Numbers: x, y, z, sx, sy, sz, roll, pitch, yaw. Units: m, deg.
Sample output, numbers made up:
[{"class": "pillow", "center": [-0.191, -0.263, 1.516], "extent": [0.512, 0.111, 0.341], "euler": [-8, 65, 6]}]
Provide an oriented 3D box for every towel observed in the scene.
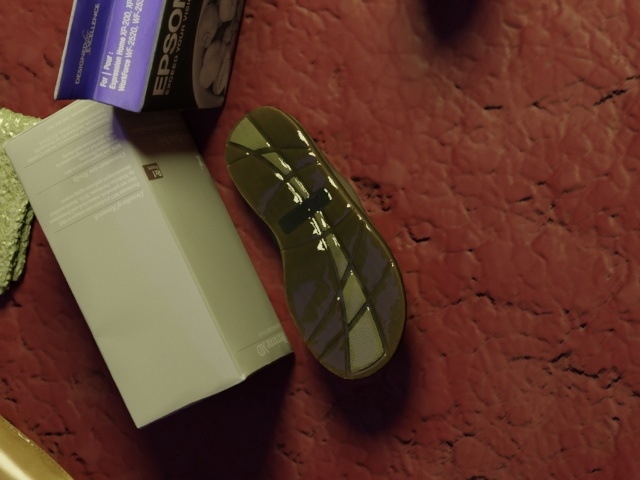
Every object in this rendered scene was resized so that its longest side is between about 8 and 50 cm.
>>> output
[{"class": "towel", "center": [-0.278, -0.039, 1.360], "extent": [0.110, 0.027, 0.148], "euler": [18, 102, 13]}]

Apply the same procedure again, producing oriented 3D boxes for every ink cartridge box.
[{"class": "ink cartridge box", "center": [-0.103, -0.194, 1.191], "extent": [0.045, 0.208, 0.206], "euler": [16, 102, 18]}]

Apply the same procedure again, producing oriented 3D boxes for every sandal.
[{"class": "sandal", "center": [0.000, 0.000, 1.267], "extent": [0.090, 0.060, 0.219], "euler": [-36, 71, 12]}]

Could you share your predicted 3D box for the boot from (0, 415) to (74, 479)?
[{"class": "boot", "center": [-0.358, 0.198, 1.384], "extent": [0.269, 0.089, 0.236], "euler": [44, 107, 6]}]

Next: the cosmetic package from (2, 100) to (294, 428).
[{"class": "cosmetic package", "center": [-0.125, 0.008, 1.267], "extent": [0.107, 0.127, 0.238], "euler": [-29, 90, 18]}]
